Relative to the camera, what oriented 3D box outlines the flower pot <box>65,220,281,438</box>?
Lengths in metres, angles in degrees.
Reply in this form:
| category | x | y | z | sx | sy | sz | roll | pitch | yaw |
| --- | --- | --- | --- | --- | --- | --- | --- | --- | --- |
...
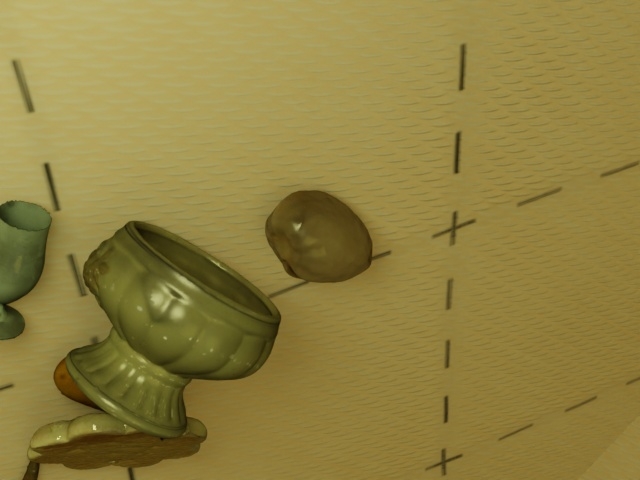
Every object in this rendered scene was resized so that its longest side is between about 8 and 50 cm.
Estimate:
| category | x | y | z | sx | sy | sz | roll | pitch | yaw |
| --- | --- | --- | --- | --- | --- | --- | --- | --- | --- |
| flower pot | -0.238 | 0.138 | 1.625 | 0.307 | 0.307 | 0.244 | 30 | 95 | -43 |

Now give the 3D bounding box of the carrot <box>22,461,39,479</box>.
| category | x | y | z | sx | sy | sz | roll | pitch | yaw |
| --- | --- | --- | --- | --- | --- | --- | --- | --- | --- |
| carrot | -0.531 | 0.470 | 1.923 | 0.049 | 0.049 | 0.254 | 4 | 120 | -33 |

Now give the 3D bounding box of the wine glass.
| category | x | y | z | sx | sy | sz | roll | pitch | yaw |
| --- | --- | --- | --- | --- | --- | --- | --- | --- | --- |
| wine glass | -0.453 | 0.042 | 1.578 | 0.093 | 0.093 | 0.202 | 3 | 127 | -33 |

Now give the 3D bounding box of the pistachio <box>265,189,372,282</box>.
| category | x | y | z | sx | sy | sz | roll | pitch | yaw |
| --- | --- | --- | --- | --- | --- | --- | --- | --- | --- |
| pistachio | 0.000 | 0.000 | 1.796 | 0.223 | 0.126 | 0.152 | 28 | 72 | -43 |

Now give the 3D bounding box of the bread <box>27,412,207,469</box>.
| category | x | y | z | sx | sy | sz | roll | pitch | yaw |
| --- | --- | --- | --- | --- | --- | --- | --- | --- | --- |
| bread | -0.342 | 0.337 | 1.828 | 0.316 | 0.054 | 0.316 | -6 | 159 | -2 |

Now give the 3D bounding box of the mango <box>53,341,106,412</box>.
| category | x | y | z | sx | sy | sz | roll | pitch | yaw |
| --- | --- | --- | --- | --- | --- | --- | --- | --- | --- |
| mango | -0.333 | 0.231 | 1.795 | 0.227 | 0.109 | 0.147 | 3 | 128 | -30 |
